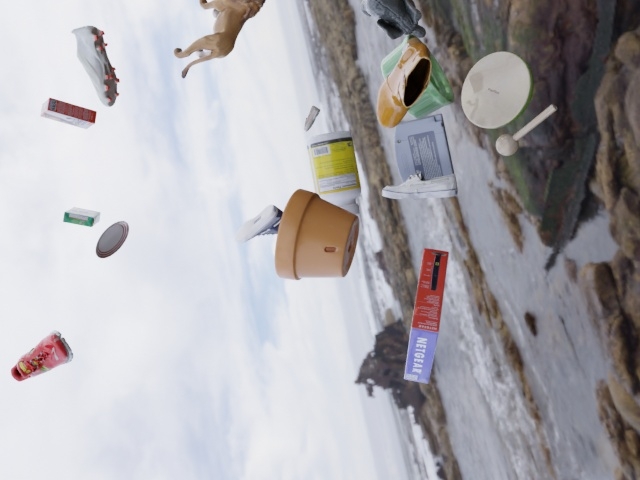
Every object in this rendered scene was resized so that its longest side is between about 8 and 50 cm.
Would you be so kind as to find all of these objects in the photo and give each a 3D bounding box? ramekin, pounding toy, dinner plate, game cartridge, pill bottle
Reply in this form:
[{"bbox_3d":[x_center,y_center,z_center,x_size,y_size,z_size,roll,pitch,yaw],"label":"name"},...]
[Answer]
[{"bbox_3d":[0.365,-0.614,2.287,0.303,0.148,0.303,38,-145,-33],"label":"ramekin"},{"bbox_3d":[0.460,-0.334,1.448,0.110,0.183,0.236,3,-127,-44],"label":"pounding toy"},{"bbox_3d":[-0.668,-0.005,1.917,0.017,0.141,0.141,34,170,15],"label":"dinner plate"},{"bbox_3d":[0.381,-0.304,2.219,0.062,0.198,0.297,-51,-51,-60],"label":"game cartridge"},{"bbox_3d":[0.060,-0.259,2.402,0.188,0.188,0.333,-73,-27,-84],"label":"pill bottle"}]

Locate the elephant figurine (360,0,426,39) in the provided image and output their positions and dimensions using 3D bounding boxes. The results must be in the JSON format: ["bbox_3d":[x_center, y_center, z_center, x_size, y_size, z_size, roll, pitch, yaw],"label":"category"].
[{"bbox_3d":[0.264,-0.750,1.990,0.239,0.186,0.169,43,158,-12],"label":"elephant figurine"}]

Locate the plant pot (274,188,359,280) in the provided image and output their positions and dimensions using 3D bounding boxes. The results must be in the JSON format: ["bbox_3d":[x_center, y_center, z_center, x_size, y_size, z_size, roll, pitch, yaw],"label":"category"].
[{"bbox_3d":[0.000,0.000,1.883,0.291,0.204,0.290,14,-90,-77],"label":"plant pot"}]

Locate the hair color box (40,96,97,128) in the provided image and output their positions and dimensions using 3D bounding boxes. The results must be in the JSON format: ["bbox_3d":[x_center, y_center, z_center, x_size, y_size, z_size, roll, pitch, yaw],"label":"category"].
[{"bbox_3d":[-0.909,-0.457,2.167,0.093,0.167,0.053,-8,73,50],"label":"hair color box"}]

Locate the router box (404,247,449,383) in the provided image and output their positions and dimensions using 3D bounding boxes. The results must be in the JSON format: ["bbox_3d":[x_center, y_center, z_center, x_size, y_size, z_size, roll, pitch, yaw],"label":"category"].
[{"bbox_3d":[0.338,0.244,1.917,0.335,0.082,0.301,86,-164,-50],"label":"router box"}]

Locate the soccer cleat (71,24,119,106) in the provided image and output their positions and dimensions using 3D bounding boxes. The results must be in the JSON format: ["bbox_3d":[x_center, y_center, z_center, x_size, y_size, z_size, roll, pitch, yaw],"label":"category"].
[{"bbox_3d":[-0.542,-0.420,1.451,0.068,0.076,0.196,-64,-25,-52],"label":"soccer cleat"}]

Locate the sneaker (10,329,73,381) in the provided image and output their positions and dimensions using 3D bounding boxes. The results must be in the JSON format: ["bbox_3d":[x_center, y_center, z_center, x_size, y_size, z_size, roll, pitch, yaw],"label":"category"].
[{"bbox_3d":[-0.841,0.362,1.798,0.107,0.279,0.118,55,-143,-1],"label":"sneaker"}]

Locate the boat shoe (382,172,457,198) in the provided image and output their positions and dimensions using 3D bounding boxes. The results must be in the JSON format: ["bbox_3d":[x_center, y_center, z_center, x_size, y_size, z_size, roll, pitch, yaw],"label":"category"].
[{"bbox_3d":[0.347,-0.196,2.119,0.096,0.268,0.088,-28,-64,-61],"label":"boat shoe"}]

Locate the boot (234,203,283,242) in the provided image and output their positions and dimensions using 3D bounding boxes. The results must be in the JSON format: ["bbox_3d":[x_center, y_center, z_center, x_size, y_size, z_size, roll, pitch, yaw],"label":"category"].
[{"bbox_3d":[-0.175,-0.033,1.839,0.086,0.190,0.069,32,-139,-33],"label":"boot"}]

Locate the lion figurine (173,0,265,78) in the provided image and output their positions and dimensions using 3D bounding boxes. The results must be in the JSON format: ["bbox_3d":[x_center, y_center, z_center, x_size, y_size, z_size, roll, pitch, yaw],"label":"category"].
[{"bbox_3d":[-0.316,-0.709,1.988,0.142,0.240,0.392,33,-109,-58],"label":"lion figurine"}]

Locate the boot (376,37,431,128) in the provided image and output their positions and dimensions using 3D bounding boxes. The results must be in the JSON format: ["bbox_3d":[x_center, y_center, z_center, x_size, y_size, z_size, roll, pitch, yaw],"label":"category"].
[{"bbox_3d":[0.230,-0.411,1.688,0.211,0.104,0.295,-85,11,-54],"label":"boot"}]

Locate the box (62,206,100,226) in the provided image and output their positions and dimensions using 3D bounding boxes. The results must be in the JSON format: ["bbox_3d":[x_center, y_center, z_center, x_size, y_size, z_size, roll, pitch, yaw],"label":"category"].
[{"bbox_3d":[-0.887,-0.090,2.243,0.179,0.105,0.043,-145,67,-76],"label":"box"}]

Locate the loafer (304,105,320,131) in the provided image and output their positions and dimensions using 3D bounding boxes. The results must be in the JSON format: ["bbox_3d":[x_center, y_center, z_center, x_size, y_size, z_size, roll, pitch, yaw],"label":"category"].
[{"bbox_3d":[-0.043,-0.523,2.564,0.039,0.125,0.045,40,-139,5],"label":"loafer"}]
